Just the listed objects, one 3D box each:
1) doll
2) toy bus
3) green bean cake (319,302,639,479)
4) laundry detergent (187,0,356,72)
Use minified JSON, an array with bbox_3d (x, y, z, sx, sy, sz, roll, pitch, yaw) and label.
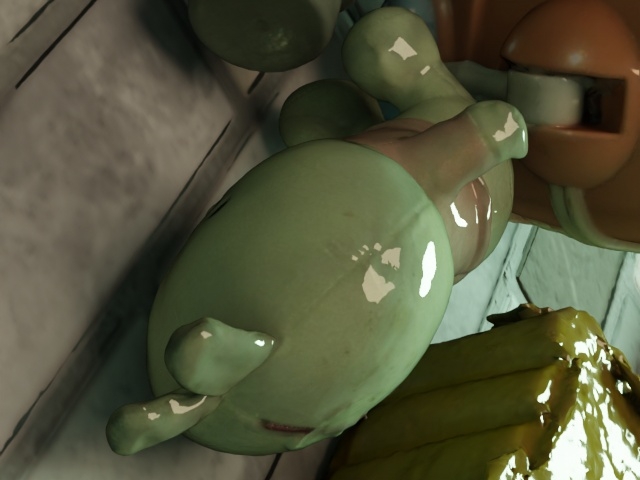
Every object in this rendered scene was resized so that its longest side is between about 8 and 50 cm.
[{"bbox_3d":[0.010,0.007,0.694,0.113,0.155,0.275,42,36,-9],"label":"doll"},{"bbox_3d":[0.151,-0.082,0.852,0.232,0.288,0.194,-10,110,-36],"label":"toy bus"},{"bbox_3d":[0.093,0.169,0.758,0.224,0.131,0.229,56,39,-21],"label":"green bean cake"},{"bbox_3d":[-0.003,-0.258,0.828,0.264,0.125,0.397,48,42,-38],"label":"laundry detergent"}]
